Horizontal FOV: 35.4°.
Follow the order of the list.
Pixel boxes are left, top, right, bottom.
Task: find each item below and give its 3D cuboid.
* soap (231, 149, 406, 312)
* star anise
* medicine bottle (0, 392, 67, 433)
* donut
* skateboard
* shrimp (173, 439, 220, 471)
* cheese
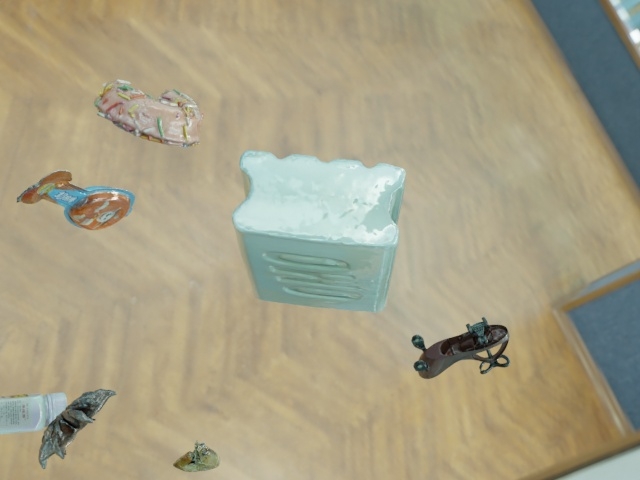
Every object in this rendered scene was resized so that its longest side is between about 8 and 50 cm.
[{"bbox_3d":[0.000,0.000,1.049,0.265,0.159,0.088,89,7,-72],"label":"soap"},{"bbox_3d":[-0.345,0.253,1.386,0.042,0.141,0.141,44,29,-7],"label":"star anise"},{"bbox_3d":[-0.436,0.254,1.477,0.118,0.074,0.055,0,84,-25],"label":"medicine bottle"},{"bbox_3d":[-0.338,-0.264,2.074,0.199,0.085,0.233,35,20,30],"label":"donut"},{"bbox_3d":[0.214,0.171,1.503,0.067,0.151,0.080,-87,153,-54],"label":"skateboard"},{"bbox_3d":[-0.160,0.277,1.269,0.108,0.059,0.023,78,2,-64],"label":"shrimp"},{"bbox_3d":[-0.369,-0.060,1.556,0.037,0.106,0.256,59,11,18],"label":"cheese"}]
